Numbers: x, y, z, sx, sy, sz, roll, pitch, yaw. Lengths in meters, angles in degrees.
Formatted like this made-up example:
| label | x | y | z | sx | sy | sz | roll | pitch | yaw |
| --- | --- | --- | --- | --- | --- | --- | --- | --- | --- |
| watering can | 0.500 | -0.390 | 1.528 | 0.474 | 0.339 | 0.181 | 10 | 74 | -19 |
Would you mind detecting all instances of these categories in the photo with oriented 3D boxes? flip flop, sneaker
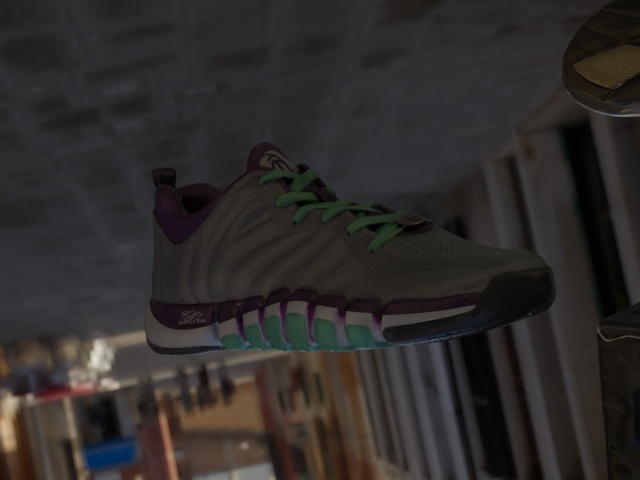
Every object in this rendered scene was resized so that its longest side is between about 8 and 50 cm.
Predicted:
| label | x | y | z | sx | sy | sz | roll | pitch | yaw |
| --- | --- | --- | --- | --- | --- | --- | --- | --- | --- |
| flip flop | 0.280 | -0.130 | 1.067 | 0.277 | 0.080 | 0.112 | -24 | -136 | -30 |
| sneaker | 0.000 | 0.000 | 0.736 | 0.224 | 0.098 | 0.083 | -5 | -179 | 36 |

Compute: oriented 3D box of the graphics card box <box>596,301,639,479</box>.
| label | x | y | z | sx | sy | sz | roll | pitch | yaw |
| --- | --- | --- | --- | --- | --- | --- | --- | --- | --- |
| graphics card box | 0.265 | 0.105 | 0.743 | 0.094 | 0.232 | 0.371 | 4 | -165 | 39 |
